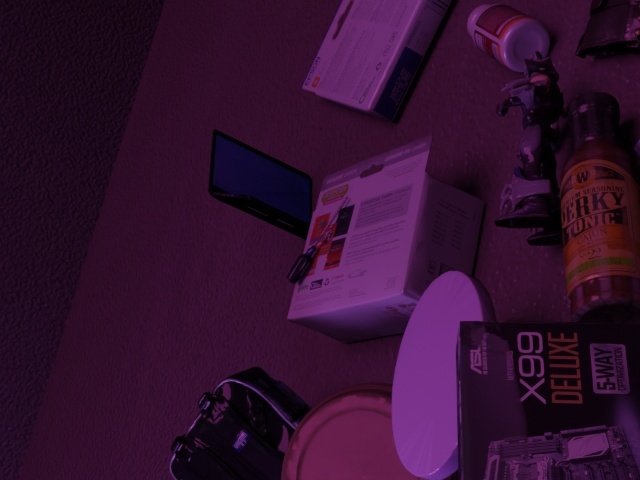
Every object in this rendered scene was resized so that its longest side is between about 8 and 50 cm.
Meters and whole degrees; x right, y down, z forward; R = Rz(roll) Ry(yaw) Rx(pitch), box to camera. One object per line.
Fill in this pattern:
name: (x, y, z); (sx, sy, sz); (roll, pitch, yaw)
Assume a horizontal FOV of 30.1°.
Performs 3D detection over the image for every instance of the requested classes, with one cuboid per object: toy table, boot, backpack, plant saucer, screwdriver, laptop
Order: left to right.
backpack: (-0.079, 0.352, 1.877); (0.253, 0.191, 0.225); (39, 106, 20)
laptop: (-0.071, -0.096, 2.182); (0.264, 0.234, 0.137); (9, 77, 61)
screwdriver: (0.000, 0.000, 1.952); (0.170, 0.025, 0.024); (-52, 28, 4)
plant saucer: (0.061, 0.337, 1.699); (0.277, 0.041, 0.278); (-9, 70, 24)
toy table: (0.211, 0.194, 1.569); (0.252, 0.160, 0.274); (-6, 64, 57)
boot: (0.472, -0.371, 1.668); (0.263, 0.091, 0.229); (-11, 64, 60)

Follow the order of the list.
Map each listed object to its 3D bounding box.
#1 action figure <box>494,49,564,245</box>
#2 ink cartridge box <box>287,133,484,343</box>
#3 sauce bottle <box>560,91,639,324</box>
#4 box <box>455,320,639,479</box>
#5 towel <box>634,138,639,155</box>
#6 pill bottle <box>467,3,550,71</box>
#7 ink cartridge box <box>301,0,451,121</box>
action figure: (0.302, -0.141, 1.678); (0.099, 0.185, 0.285); (-11, 61, 27)
ink cartridge box: (0.108, 0.005, 1.916); (0.309, 0.130, 0.272); (-16, 55, 53)
sauce bottle: (0.365, -0.041, 1.547); (0.111, 0.111, 0.344); (-36, 40, 42)
box: (0.278, 0.240, 1.353); (0.076, 0.242, 0.308); (87, -174, -56)
towel: (0.552, -0.183, 1.421); (0.370, 0.040, 0.271); (-53, 30, 22)
pill bottle: (0.296, -0.330, 1.906); (0.086, 0.086, 0.152); (-58, 30, 12)
ink cartridge box: (0.116, -0.402, 2.282); (0.324, 0.071, 0.330); (-64, 26, 3)
